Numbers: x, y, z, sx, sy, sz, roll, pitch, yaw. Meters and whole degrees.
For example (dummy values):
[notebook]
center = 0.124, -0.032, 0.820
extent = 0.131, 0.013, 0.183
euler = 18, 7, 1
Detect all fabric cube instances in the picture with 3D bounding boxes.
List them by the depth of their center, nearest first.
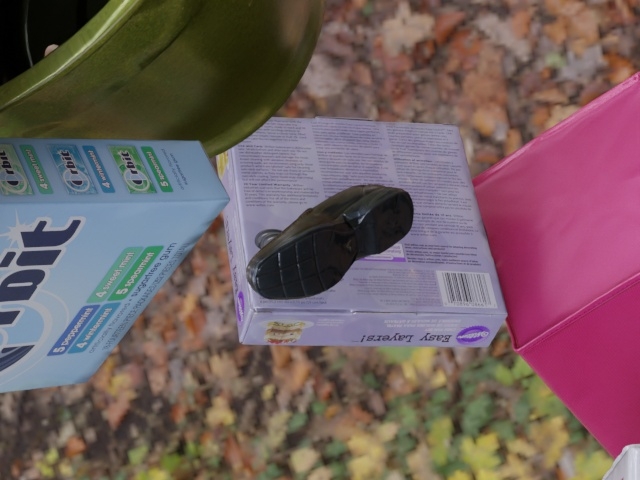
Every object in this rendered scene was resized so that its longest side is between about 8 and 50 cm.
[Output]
[fabric cube]
center = 0.334, 0.034, 1.540
extent = 0.254, 0.258, 0.259
euler = -32, 41, 15

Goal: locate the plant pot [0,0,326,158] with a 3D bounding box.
[plant pot]
center = -0.153, -0.192, 0.840
extent = 0.366, 0.353, 0.366
euler = -3, 80, 17

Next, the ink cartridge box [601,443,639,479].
[ink cartridge box]
center = 0.304, 0.345, 1.273
extent = 0.201, 0.117, 0.278
euler = 96, 180, -63

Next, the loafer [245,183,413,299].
[loafer]
center = 0.000, 0.000, 1.216
extent = 0.061, 0.170, 0.062
euler = 23, 128, 45

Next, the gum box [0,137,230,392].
[gum box]
center = -0.157, 0.016, 0.662
extent = 0.157, 0.184, 0.041
euler = -49, 58, 37

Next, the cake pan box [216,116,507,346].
[cake pan box]
center = 0.040, -0.012, 1.421
extent = 0.070, 0.267, 0.245
euler = 112, 153, -51
